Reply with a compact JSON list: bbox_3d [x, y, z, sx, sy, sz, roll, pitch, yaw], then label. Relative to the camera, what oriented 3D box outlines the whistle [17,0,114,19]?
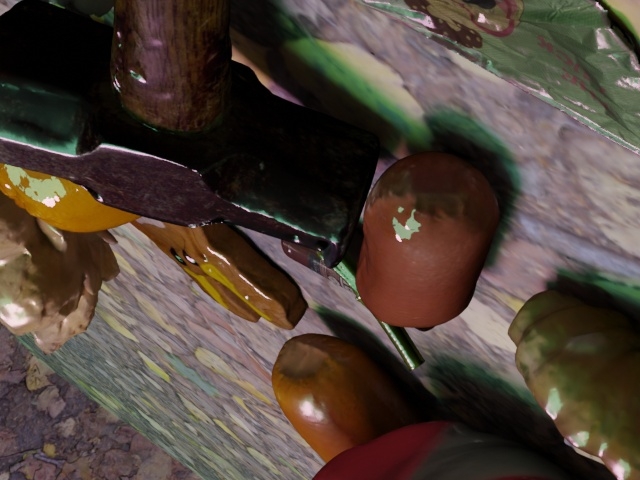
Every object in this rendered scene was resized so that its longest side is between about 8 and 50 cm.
[{"bbox_3d":[-0.275,-0.213,0.884,0.346,0.133,0.142,22,148,28],"label":"whistle"}]

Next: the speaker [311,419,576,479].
[{"bbox_3d":[0.104,0.282,1.077,0.294,0.294,0.294,36,163,13],"label":"speaker"}]

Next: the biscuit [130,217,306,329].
[{"bbox_3d":[-0.138,-0.020,1.217,0.295,0.044,0.186,45,161,-18],"label":"biscuit"}]

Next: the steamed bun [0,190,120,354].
[{"bbox_3d":[-0.286,-0.046,1.276,0.295,0.137,0.292,63,-177,4],"label":"steamed bun"}]

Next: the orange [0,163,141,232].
[{"bbox_3d":[-0.184,-0.077,1.003,0.159,0.136,0.159,39,165,13],"label":"orange"}]

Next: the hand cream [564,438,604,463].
[{"bbox_3d":[0.228,0.151,0.880,0.143,0.039,0.061,27,157,24],"label":"hand cream"}]

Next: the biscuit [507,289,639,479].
[{"bbox_3d":[0.188,0.095,0.758,0.183,0.061,0.118,38,-155,7],"label":"biscuit"}]

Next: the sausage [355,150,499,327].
[{"bbox_3d":[0.061,0.005,0.793,0.077,0.077,0.194,36,162,13],"label":"sausage"}]

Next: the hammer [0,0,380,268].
[{"bbox_3d":[-0.069,-0.128,0.663,0.243,0.095,0.409,18,154,1],"label":"hammer"}]

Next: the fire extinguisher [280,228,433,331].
[{"bbox_3d":[0.021,0.013,0.954,0.158,0.043,0.064,29,-178,33],"label":"fire extinguisher"}]

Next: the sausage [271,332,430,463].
[{"bbox_3d":[0.055,0.188,1.234,0.105,0.105,0.274,17,151,53],"label":"sausage"}]

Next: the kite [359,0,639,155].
[{"bbox_3d":[0.064,-0.124,0.560,0.323,0.013,0.268,48,162,-26],"label":"kite"}]

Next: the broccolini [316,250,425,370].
[{"bbox_3d":[-0.001,0.001,0.896,0.218,0.042,0.044,57,159,-6],"label":"broccolini"}]
